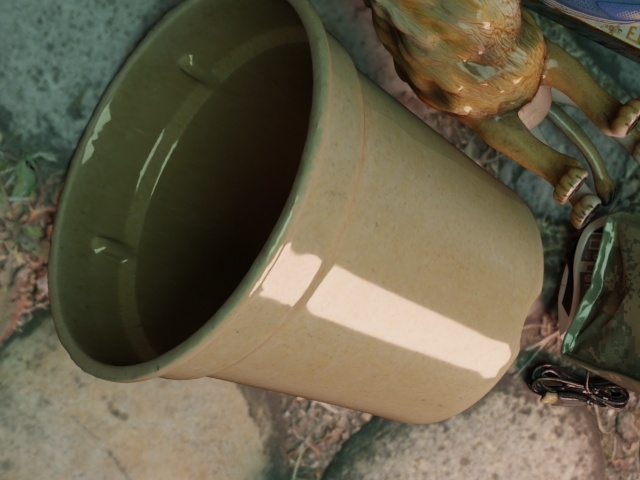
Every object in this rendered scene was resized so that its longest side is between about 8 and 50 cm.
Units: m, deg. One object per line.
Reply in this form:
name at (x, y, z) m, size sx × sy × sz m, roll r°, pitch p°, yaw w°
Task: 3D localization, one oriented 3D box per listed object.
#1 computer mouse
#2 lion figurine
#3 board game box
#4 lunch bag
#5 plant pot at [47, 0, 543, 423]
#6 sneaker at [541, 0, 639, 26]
computer mouse at (0.256, 0.065, 1.693) m, size 0.106 × 0.042 × 0.193 m, roll 5°, pitch 106°, yaw -17°
lion figurine at (0.154, -0.134, 1.498) m, size 0.240 × 0.392 × 0.142 m, roll 40°, pitch 87°, yaw 14°
board game box at (0.261, -0.188, 1.601) m, size 0.154 × 0.103 × 0.026 m, roll 22°, pitch 94°, yaw -23°
lunch bag at (0.400, 0.095, 1.588) m, size 0.235 × 0.287 × 0.169 m, roll 15°, pitch 96°, yaw -40°
plant pot at (0.000, 0.000, 1.456) m, size 0.305 × 0.334 × 0.334 m, roll 26°, pitch 92°, yaw -36°
sneaker at (0.152, -0.282, 1.442) m, size 0.330 × 0.147 × 0.130 m, roll 36°, pitch 104°, yaw 8°
